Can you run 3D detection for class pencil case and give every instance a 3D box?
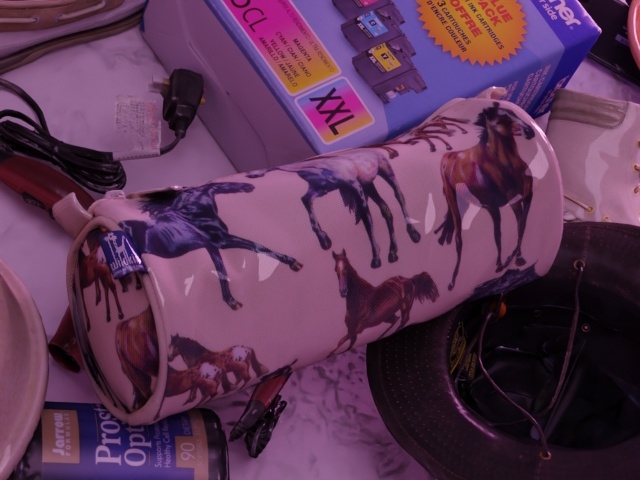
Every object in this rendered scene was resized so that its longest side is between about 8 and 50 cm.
[{"bbox_3d":[0.000,0.000,1.471,0.410,0.160,0.184,-18,92,-27],"label":"pencil case"}]

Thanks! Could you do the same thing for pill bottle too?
[{"bbox_3d":[-0.190,0.187,1.438,0.219,0.123,0.123,4,61,-16],"label":"pill bottle"}]

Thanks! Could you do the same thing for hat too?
[{"bbox_3d":[0.204,0.132,1.588,0.331,0.134,0.331,-1,51,1],"label":"hat"}]

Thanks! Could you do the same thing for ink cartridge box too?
[{"bbox_3d":[0.068,-0.210,1.730,0.395,0.151,0.270,-27,73,-30],"label":"ink cartridge box"}]

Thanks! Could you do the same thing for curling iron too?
[{"bbox_3d":[-0.017,0.078,1.597,0.035,0.068,0.274,27,52,0],"label":"curling iron"}]

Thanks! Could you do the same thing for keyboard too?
[{"bbox_3d":[0.323,-0.205,1.880,0.180,0.023,0.108,30,63,-1],"label":"keyboard"}]

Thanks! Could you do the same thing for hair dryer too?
[{"bbox_3d":[-0.199,-0.016,1.595,0.223,0.080,0.294,-5,57,-2],"label":"hair dryer"}]

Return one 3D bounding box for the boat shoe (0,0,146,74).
[{"bbox_3d":[-0.225,-0.245,1.678,0.302,0.103,0.113,-36,77,-30],"label":"boat shoe"}]

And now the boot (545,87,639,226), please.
[{"bbox_3d":[0.292,-0.039,1.724,0.213,0.077,0.165,23,74,0],"label":"boot"}]

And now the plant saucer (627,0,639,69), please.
[{"bbox_3d":[0.402,-0.195,1.851,0.200,0.037,0.200,4,60,-7],"label":"plant saucer"}]

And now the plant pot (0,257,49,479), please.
[{"bbox_3d":[-0.386,0.025,1.294,0.333,0.305,0.334,-4,51,5],"label":"plant pot"}]
